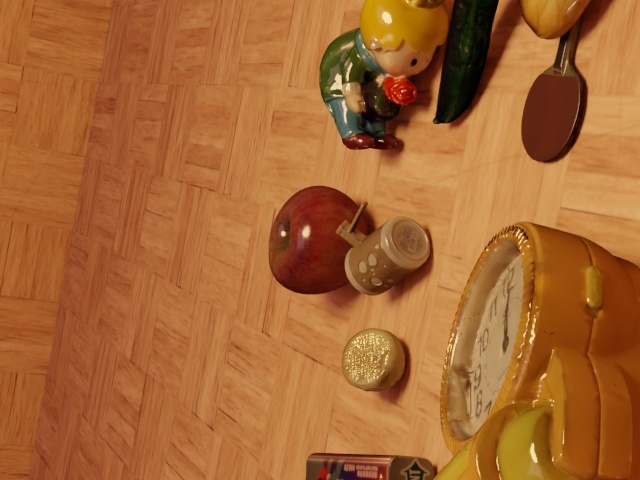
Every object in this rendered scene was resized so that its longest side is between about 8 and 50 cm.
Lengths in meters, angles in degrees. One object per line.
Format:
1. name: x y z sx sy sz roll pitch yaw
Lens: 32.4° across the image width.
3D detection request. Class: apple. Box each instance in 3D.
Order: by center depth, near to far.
1. apple: 0.000 0.000 1.513 0.153 0.120 0.153 -167 90 -68

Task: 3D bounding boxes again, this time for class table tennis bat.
1. table tennis bat: 0.253 -0.161 1.181 0.095 0.014 0.158 23 103 64

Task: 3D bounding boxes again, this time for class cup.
1. cup: 0.081 0.005 1.392 0.099 0.074 0.102 -39 68 50

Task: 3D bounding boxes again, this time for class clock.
1. clock: 0.205 0.142 0.979 0.244 0.200 0.317 120 160 -51

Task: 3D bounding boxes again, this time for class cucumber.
1. cucumber: 0.176 -0.250 1.270 0.056 0.056 0.284 -110 23 -44

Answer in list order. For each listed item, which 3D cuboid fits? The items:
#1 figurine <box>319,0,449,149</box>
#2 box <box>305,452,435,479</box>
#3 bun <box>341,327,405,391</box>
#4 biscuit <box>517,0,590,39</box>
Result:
1. figurine: 0.093 -0.229 1.411 0.234 0.127 0.185 -28 61 46
2. box: 0.053 0.322 1.360 0.224 0.069 0.120 -21 64 60
3. bun: 0.072 0.153 1.392 0.086 0.055 0.086 -17 59 31
4. biscuit: 0.266 -0.339 1.174 0.203 0.041 0.259 0 78 61
